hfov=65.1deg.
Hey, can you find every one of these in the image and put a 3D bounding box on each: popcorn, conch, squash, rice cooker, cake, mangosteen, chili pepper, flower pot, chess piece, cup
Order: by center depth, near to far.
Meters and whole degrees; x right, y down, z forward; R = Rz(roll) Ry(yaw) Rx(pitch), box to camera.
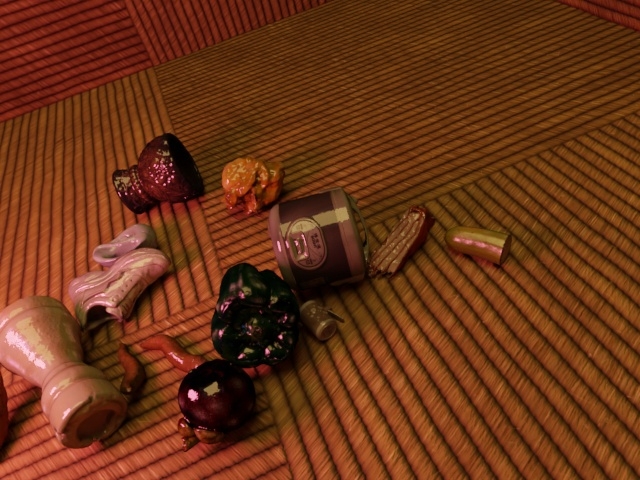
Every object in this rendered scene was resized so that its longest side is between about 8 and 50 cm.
[{"bbox_3d":[-0.262,0.407,1.223,0.194,0.194,0.231,13,75,27],"label":"mangosteen"},{"bbox_3d":[-0.176,0.196,1.352,0.233,0.249,0.257,15,20,-18],"label":"chili pepper"},{"bbox_3d":[-0.712,0.356,1.367,0.234,0.234,0.442,-40,52,-22],"label":"chess piece"},{"bbox_3d":[0.001,0.227,1.404,0.099,0.102,0.074,40,105,40],"label":"cup"},{"bbox_3d":[0.454,0.001,1.469,0.188,0.095,0.095,19,54,32],"label":"squash"},{"bbox_3d":[0.003,-0.001,1.479,0.277,0.288,0.288,-13,44,2],"label":"rice cooker"},{"bbox_3d":[0.242,0.002,1.523,0.098,0.135,0.287,34,71,23],"label":"cake"},{"bbox_3d":[-0.667,0.030,1.736,0.221,0.121,0.185,-38,16,-30],"label":"conch"},{"bbox_3d":[-0.255,-0.214,1.828,0.253,0.190,0.191,-42,42,-19],"label":"popcorn"},{"bbox_3d":[-0.631,-0.241,1.931,0.267,0.266,0.267,-25,43,7],"label":"flower pot"}]

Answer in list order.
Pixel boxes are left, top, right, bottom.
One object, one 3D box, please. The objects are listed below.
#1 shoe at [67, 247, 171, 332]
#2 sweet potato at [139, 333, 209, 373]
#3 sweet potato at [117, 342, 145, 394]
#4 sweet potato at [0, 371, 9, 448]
[{"bbox_3d":[-0.631,0.168,1.607,0.342,0.132,0.210,-25,50,-6],"label":"shoe"},{"bbox_3d":[-0.417,0.319,1.432,0.281,0.067,0.059,18,16,37],"label":"sweet potato"},{"bbox_3d":[-0.537,0.366,1.425,0.069,0.059,0.249,9,20,-28],"label":"sweet potato"},{"bbox_3d":[-0.892,0.472,1.345,0.095,0.106,0.355,-17,69,53],"label":"sweet potato"}]
